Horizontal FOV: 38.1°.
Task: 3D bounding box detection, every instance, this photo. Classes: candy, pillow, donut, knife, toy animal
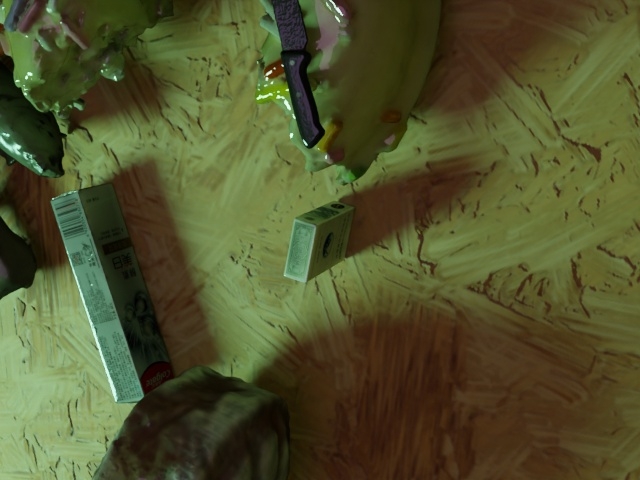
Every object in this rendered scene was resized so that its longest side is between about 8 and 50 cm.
[{"bbox_3d":[-0.127,0.255,0.848,0.157,0.214,0.289,21,105,20],"label":"candy"},{"bbox_3d":[-0.323,-0.147,0.918,0.241,0.093,0.051,43,111,10],"label":"pillow"},{"bbox_3d":[-0.087,-0.218,0.742,0.371,0.150,0.307,15,104,14],"label":"donut"},{"bbox_3d":[-0.021,-0.149,0.649,0.023,0.010,0.170,-12,94,18],"label":"knife"},{"bbox_3d":[-0.367,-0.040,0.974,0.186,0.094,0.214,-38,92,32],"label":"toy animal"}]

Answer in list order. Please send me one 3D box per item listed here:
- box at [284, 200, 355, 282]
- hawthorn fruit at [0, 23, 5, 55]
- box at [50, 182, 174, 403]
[{"bbox_3d":[0.000,0.000,0.802,0.024,0.083,0.054,20,110,19],"label":"box"},{"bbox_3d":[-0.305,-0.237,0.877,0.128,0.128,0.128,6,104,24],"label":"hawthorn fruit"},{"bbox_3d":[-0.207,0.053,0.929,0.040,0.055,0.218,-15,95,29],"label":"box"}]
